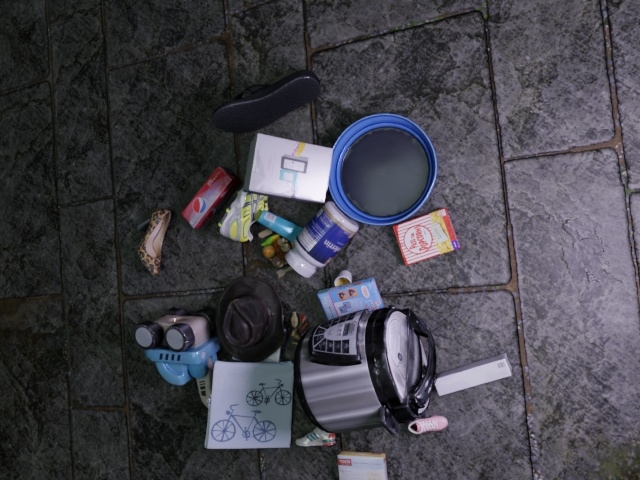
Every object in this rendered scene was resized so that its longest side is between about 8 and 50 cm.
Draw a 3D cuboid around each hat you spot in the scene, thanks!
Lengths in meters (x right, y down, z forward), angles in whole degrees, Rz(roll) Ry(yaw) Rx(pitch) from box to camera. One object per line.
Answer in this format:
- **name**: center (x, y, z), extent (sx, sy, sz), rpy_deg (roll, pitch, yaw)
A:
- **hat**: center (-0.297, 0.303, 1.916), extent (0.331, 0.134, 0.332), rpy_deg (-1, 87, 23)

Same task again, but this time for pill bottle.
- **pill bottle**: center (0.000, 0.000, 1.840), extent (0.153, 0.153, 0.265), rpy_deg (46, 105, 17)

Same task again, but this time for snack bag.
- **snack bag**: center (-0.263, 0.614, 1.907), extent (0.323, 0.037, 0.343), rpy_deg (3, 92, -11)

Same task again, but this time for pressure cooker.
- **pressure cooker**: center (0.172, 0.407, 1.635), extent (0.420, 0.375, 0.370), rpy_deg (-19, 80, 28)

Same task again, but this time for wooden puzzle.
- **wooden puzzle**: center (0.123, -0.229, 1.874), extent (0.083, 0.006, 0.049), rpy_deg (-18, 82, 21)

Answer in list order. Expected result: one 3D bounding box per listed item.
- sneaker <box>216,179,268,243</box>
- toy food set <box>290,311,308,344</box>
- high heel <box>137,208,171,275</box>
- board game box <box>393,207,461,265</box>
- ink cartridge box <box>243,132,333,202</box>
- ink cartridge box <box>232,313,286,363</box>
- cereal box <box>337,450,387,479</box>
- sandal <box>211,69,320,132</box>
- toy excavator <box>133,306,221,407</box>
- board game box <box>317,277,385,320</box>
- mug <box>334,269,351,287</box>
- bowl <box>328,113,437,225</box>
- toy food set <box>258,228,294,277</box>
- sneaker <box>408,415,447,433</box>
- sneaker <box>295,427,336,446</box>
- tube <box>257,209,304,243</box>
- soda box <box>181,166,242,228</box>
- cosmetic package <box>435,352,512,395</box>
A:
- **sneaker**: center (-0.251, -0.166, 1.975), extent (0.147, 0.145, 0.385), rpy_deg (31, 100, -7)
- **toy food set**: center (-0.075, 0.334, 1.934), extent (0.077, 0.019, 0.122), rpy_deg (1, 81, 22)
- **high heel**: center (-0.682, 0.002, 2.142), extent (0.186, 0.093, 0.261), rpy_deg (-28, 70, 25)
- **board game box**: center (0.365, -0.011, 1.750), extent (0.193, 0.045, 0.147), rpy_deg (-21, 81, 20)
- **ink cartridge box**: center (-0.119, -0.248, 1.809), extent (0.270, 0.198, 0.197), rpy_deg (9, 91, -15)
- **ink cartridge box**: center (-0.236, 0.378, 1.982), extent (0.206, 0.045, 0.208), rpy_deg (7, 92, 22)
- **cereal box**: center (0.156, 0.881, 1.810), extent (0.173, 0.047, 0.240), rpy_deg (-5, 86, 22)
- **sandal**: center (-0.210, -0.539, 1.958), extent (0.445, 0.167, 0.107), rpy_deg (-18, 57, 13)
- **toy excavator**: center (-0.484, 0.512, 2.018), extent (0.432, 0.222, 0.445), rpy_deg (0, 102, 21)
- **board game box**: center (0.115, 0.232, 1.818), extent (0.211, 0.039, 0.160), rpy_deg (-15, 107, 21)
- **mug**: center (0.082, 0.146, 1.848), extent (0.062, 0.064, 0.078), rpy_deg (37, 120, -9)
- **bowl**: center (0.217, -0.246, 1.795), extent (0.391, 0.077, 0.391), rpy_deg (-1, 89, 20)
- **toy food set**: center (-0.162, 0.038, 1.950), extent (0.132, 0.038, 0.192), rpy_deg (-27, 87, 22)
- **sneaker**: center (0.361, 0.629, 1.723), extent (0.134, 0.070, 0.051), rpy_deg (-11, 83, 20)
- **sneaker**: center (-0.018, 0.725, 1.887), extent (0.161, 0.057, 0.075), rpy_deg (-11, 68, 23)
- **tube**: center (-0.135, -0.046, 1.916), extent (0.207, 0.052, 0.080), rpy_deg (28, 92, -6)
- **soda box**: center (-0.442, -0.171, 2.059), extent (0.092, 0.083, 0.263), rpy_deg (45, 105, 17)
- **cosmetic package**: center (0.498, 0.438, 1.658), extent (0.239, 0.099, 0.060), rpy_deg (-23, 83, 20)
